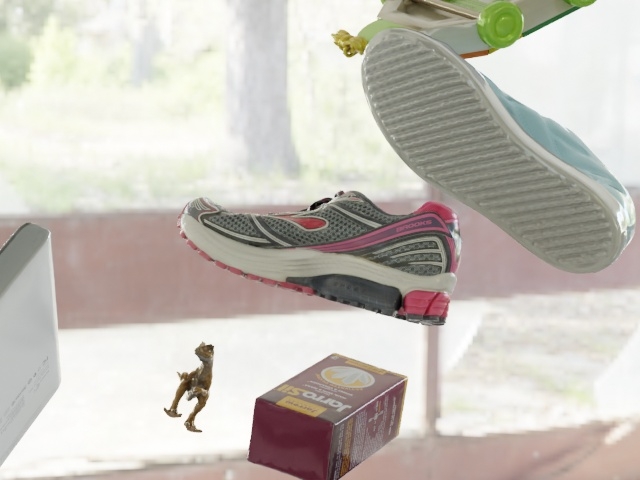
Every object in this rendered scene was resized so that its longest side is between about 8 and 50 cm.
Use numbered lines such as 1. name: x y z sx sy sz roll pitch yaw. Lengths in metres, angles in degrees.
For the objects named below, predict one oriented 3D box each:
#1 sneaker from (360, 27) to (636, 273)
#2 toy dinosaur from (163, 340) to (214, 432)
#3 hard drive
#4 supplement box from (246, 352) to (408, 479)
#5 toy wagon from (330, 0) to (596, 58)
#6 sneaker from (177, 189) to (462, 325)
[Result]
1. sneaker: 0.201 -0.104 1.649 0.366 0.135 0.150 46 26 11
2. toy dinosaur: -0.173 0.207 2.027 0.064 0.112 0.211 26 -29 -6
3. hard drive: -0.372 0.146 1.698 0.040 0.307 0.203 24 53 12
4. supplement box: 0.011 0.201 1.664 0.104 0.081 0.188 16 19 25
5. toy wagon: 0.173 -0.290 1.807 0.344 0.068 0.267 -28 28 -16
6. sneaker: 0.000 0.000 1.411 0.299 0.112 0.121 13 -4 27
